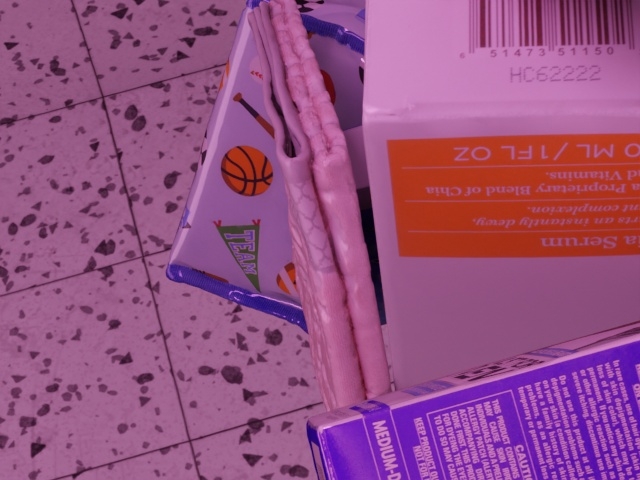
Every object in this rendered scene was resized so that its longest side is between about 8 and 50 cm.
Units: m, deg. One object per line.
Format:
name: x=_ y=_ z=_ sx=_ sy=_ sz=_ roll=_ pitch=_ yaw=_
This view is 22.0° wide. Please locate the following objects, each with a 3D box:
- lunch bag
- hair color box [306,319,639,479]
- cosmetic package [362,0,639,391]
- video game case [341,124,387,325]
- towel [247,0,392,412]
lunch bag: x=0.040 y=-0.127 z=1.681 sx=0.385 sy=0.239 sz=0.328 roll=-54 pitch=-13 yaw=-62
hair color box: x=0.167 y=0.103 z=0.921 sx=0.185 sy=0.339 sz=0.110 roll=120 pitch=136 yaw=-84
cosmetic package: x=0.159 y=-0.006 z=1.183 sx=0.453 sy=0.230 sz=0.161 roll=79 pitch=-168 yaw=-54
video game case: x=0.142 y=-0.034 z=1.411 sx=0.269 sy=0.244 sz=0.061 roll=82 pitch=172 yaw=-62
towel: x=0.000 y=0.000 z=1.332 sx=0.332 sy=0.053 sz=0.317 roll=-105 pitch=3 yaw=-61
